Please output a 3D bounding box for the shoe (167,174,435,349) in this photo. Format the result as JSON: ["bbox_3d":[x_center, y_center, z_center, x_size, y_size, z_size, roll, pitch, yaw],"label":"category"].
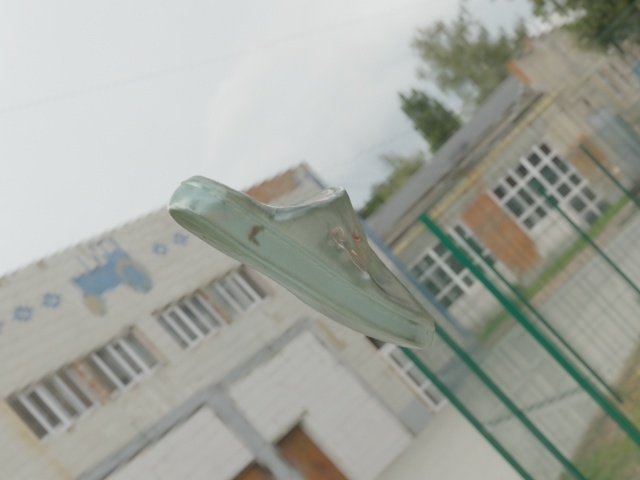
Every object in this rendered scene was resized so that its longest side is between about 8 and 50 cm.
[{"bbox_3d":[0.000,0.000,0.857,0.078,0.195,0.079,-64,16,-8],"label":"shoe"}]
